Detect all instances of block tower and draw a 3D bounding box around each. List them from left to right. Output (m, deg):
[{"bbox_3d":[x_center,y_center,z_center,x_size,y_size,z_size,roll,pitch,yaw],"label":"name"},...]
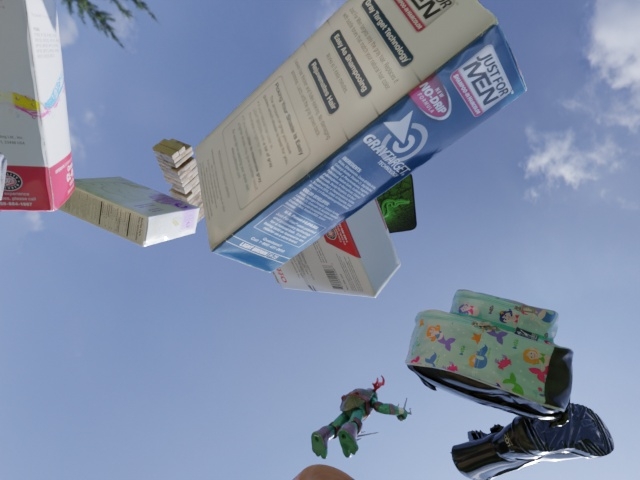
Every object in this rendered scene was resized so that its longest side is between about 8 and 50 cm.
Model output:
[{"bbox_3d":[-0.485,-0.204,1.527,0.097,0.336,0.091,24,-126,19],"label":"block tower"}]

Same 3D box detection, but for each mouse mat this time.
[{"bbox_3d":[0.146,-0.086,1.084,0.189,0.007,0.153,-9,-73,4],"label":"mouse mat"}]

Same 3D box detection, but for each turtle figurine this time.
[{"bbox_3d":[0.088,0.392,0.948,0.175,0.234,0.118,-45,-109,32],"label":"turtle figurine"}]

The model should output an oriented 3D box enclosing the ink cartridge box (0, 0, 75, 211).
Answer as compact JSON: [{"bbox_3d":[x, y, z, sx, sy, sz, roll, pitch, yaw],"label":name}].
[{"bbox_3d":[-0.488,-0.203,0.590,0.131,0.226,0.307,-121,-144,-65],"label":"ink cartridge box"}]

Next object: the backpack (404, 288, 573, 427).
[{"bbox_3d":[0.279,0.193,0.735,0.253,0.225,0.191,5,-110,25],"label":"backpack"}]

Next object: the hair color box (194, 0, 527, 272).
[{"bbox_3d":[0.016,-0.129,0.478,0.347,0.105,0.174,-35,-126,24],"label":"hair color box"}]

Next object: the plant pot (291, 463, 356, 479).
[{"bbox_3d":[-0.003,0.651,0.948,0.290,0.290,0.204,32,-81,32],"label":"plant pot"}]

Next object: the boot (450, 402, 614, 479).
[{"bbox_3d":[0.401,0.396,0.831,0.207,0.246,0.094,124,-35,-45],"label":"boot"}]

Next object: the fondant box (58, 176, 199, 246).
[{"bbox_3d":[-0.578,-0.099,1.304,0.330,0.238,0.096,22,-73,15],"label":"fondant box"}]

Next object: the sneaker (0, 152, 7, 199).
[{"bbox_3d":[-0.429,-0.008,0.411,0.281,0.115,0.105,-31,-125,9],"label":"sneaker"}]

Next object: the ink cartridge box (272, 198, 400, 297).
[{"bbox_3d":[0.000,0.000,0.888,0.272,0.114,0.197,-1,-58,43],"label":"ink cartridge box"}]
